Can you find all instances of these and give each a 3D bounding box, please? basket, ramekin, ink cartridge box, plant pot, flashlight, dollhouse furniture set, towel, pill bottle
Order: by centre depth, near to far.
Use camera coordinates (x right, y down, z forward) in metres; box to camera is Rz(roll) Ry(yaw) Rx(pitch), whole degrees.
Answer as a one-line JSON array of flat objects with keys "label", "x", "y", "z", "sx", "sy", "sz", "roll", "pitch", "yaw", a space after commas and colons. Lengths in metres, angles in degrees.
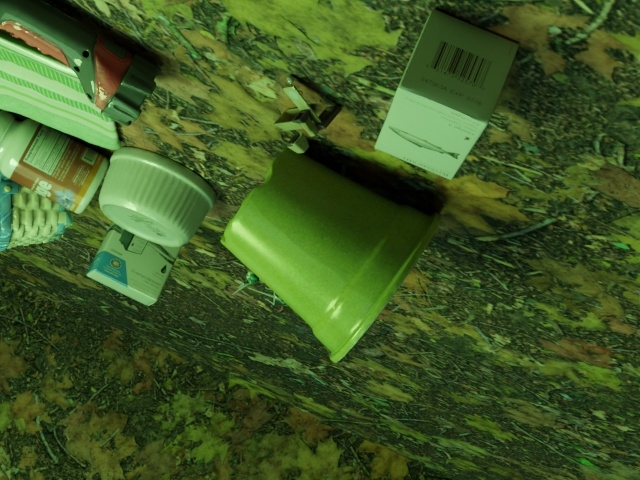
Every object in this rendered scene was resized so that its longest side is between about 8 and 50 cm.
[{"label": "dollhouse furniture set", "x": -0.051, "y": -0.173, "z": 1.538, "sx": 0.081, "sy": 0.091, "sz": 0.114, "roll": 49, "pitch": 156, "yaw": -24}, {"label": "flashlight", "x": -0.378, "y": -0.274, "z": 1.596, "sx": 0.304, "sy": 0.103, "sz": 0.103, "roll": 28, "pitch": 165, "yaw": -18}, {"label": "plant pot", "x": 0.000, "y": 0.000, "z": 1.722, "sx": 0.254, "sy": 0.276, "sz": 0.276, "roll": 36, "pitch": 162, "yaw": 0}, {"label": "towel", "x": -0.460, "y": -0.253, "z": 1.867, "sx": 0.248, "sy": 0.038, "sz": 0.325, "roll": 21, "pitch": 162, "yaw": 3}, {"label": "ramekin", "x": -0.304, "y": -0.073, "z": 2.080, "sx": 0.207, "sy": 0.109, "sz": 0.207, "roll": 21, "pitch": 162, "yaw": 7}, {"label": "pill bottle", "x": -0.509, "y": -0.148, "z": 2.093, "sx": 0.216, "sy": 0.121, "sz": 0.121, "roll": 29, "pitch": 162, "yaw": -14}, {"label": "ink cartridge box", "x": -0.355, "y": 0.012, "z": 2.256, "sx": 0.140, "sy": 0.190, "sz": 0.082, "roll": 28, "pitch": 161, "yaw": -16}, {"label": "basket", "x": -0.649, "y": -0.081, "z": 2.286, "sx": 0.289, "sy": 0.201, "sz": 0.255, "roll": -3, "pitch": 173, "yaw": -24}]

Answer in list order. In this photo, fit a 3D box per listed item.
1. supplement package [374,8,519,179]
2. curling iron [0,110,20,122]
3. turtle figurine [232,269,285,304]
[{"label": "supplement package", "x": 0.137, "y": -0.159, "z": 1.277, "sx": 0.105, "sy": 0.105, "sz": 0.179, "roll": 22, "pitch": 163, "yaw": 1}, {"label": "curling iron", "x": -0.565, "y": -0.198, "z": 2.160, "sx": 0.274, "sy": 0.035, "sz": 0.068, "roll": 34, "pitch": 160, "yaw": -31}, {"label": "turtle figurine", "x": -0.072, "y": 0.058, "z": 2.159, "sx": 0.234, "sy": 0.118, "sz": 0.175, "roll": 3, "pitch": 169, "yaw": 35}]
